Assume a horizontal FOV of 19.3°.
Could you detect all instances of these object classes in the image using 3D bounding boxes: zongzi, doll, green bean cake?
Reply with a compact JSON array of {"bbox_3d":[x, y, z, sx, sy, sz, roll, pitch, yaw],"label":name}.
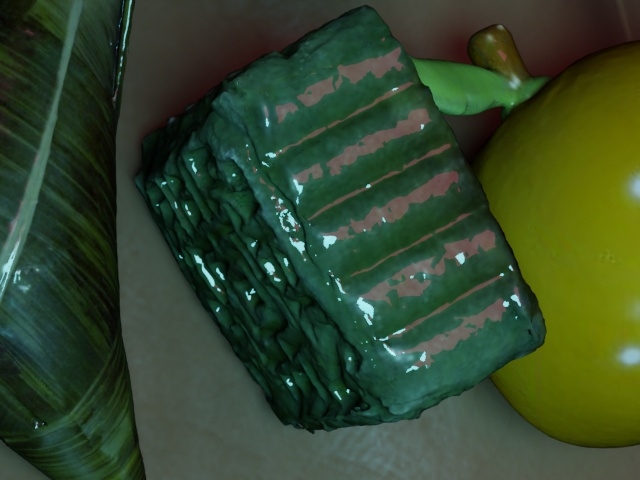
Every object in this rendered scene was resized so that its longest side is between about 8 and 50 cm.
[{"bbox_3d":[-0.112,-0.021,0.881,0.241,0.111,0.247,43,62,-28],"label":"zongzi"},{"bbox_3d":[0.146,-0.026,0.927,0.213,0.213,0.236,-39,89,-24],"label":"doll"},{"bbox_3d":[0.000,0.000,0.868,0.094,0.181,0.173,-30,95,-22],"label":"green bean cake"}]
